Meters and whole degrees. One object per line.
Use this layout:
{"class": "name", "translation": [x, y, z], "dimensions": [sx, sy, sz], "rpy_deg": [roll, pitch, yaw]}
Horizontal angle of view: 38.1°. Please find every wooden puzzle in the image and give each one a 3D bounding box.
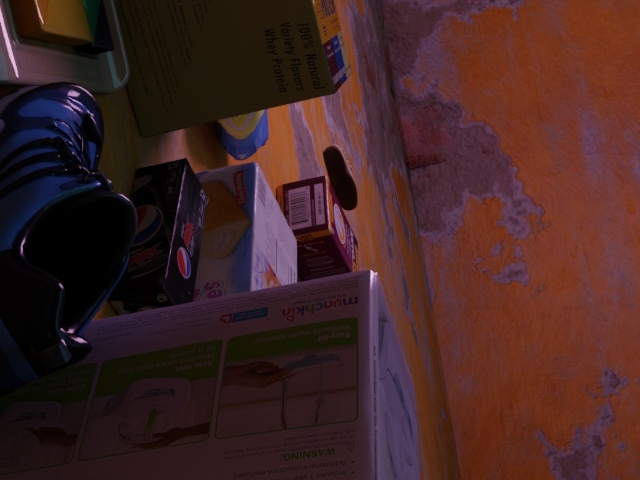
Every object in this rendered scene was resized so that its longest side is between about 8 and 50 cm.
{"class": "wooden puzzle", "translation": [-0.222, -0.229, 0.734], "dimensions": [0.239, 0.044, 0.221], "rpy_deg": [-35, 114, -76]}

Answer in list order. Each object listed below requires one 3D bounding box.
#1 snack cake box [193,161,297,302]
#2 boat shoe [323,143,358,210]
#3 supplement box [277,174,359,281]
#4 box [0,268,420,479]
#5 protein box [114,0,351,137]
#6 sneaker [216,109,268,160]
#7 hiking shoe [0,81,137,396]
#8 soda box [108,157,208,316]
{"class": "snack cake box", "translation": [-0.086, 0.068, 0.973], "dimensions": [0.152, 0.089, 0.264], "rpy_deg": [66, 18, -50]}
{"class": "boat shoe", "translation": [0.045, -0.126, 1.809], "dimensions": [0.045, 0.050, 0.135], "rpy_deg": [-59, 136, -64]}
{"class": "supplement box", "translation": [0.000, 0.000, 1.428], "dimensions": [0.188, 0.081, 0.104], "rpy_deg": [62, 21, -54]}
{"class": "box", "translation": [-0.079, 0.156, 0.533], "dimensions": [0.231, 0.262, 0.126], "rpy_deg": [-89, 163, -46]}
{"class": "protein box", "translation": [-0.095, -0.231, 0.932], "dimensions": [0.136, 0.201, 0.199], "rpy_deg": [-64, 141, -69]}
{"class": "sneaker", "translation": [-0.106, -0.194, 1.177], "dimensions": [0.240, 0.091, 0.126], "rpy_deg": [-88, 180, -47]}
{"class": "hiking shoe", "translation": [-0.166, -0.008, 0.581], "dimensions": [0.304, 0.132, 0.113], "rpy_deg": [-85, 160, -51]}
{"class": "soda box", "translation": [-0.145, 0.003, 0.848], "dimensions": [0.169, 0.053, 0.060], "rpy_deg": [-90, 162, -44]}
